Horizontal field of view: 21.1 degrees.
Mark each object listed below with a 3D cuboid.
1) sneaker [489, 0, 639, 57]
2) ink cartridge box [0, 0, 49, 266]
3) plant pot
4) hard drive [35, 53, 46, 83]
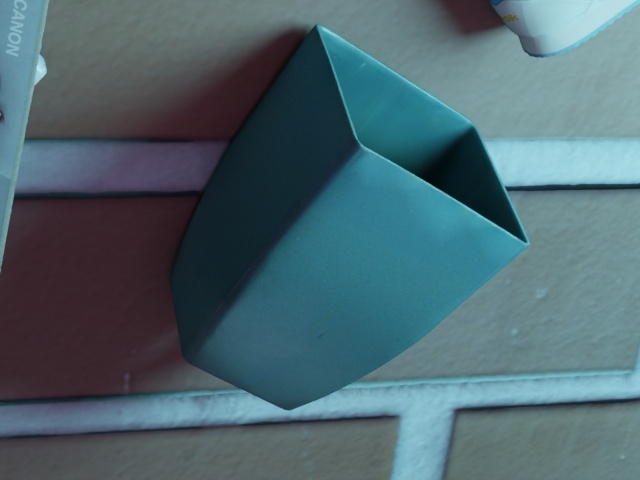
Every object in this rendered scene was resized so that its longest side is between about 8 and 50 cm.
[{"bbox_3d":[0.221,-0.233,1.245,0.229,0.087,0.092,-39,121,6],"label":"sneaker"},{"bbox_3d":[-0.323,-0.114,1.073,0.272,0.130,0.309,5,118,-21],"label":"ink cartridge box"},{"bbox_3d":[0.000,0.000,1.279,0.165,0.165,0.234,29,116,-29],"label":"plant pot"},{"bbox_3d":[-0.368,-0.155,1.138,0.210,0.040,0.318,-39,123,8],"label":"hard drive"}]
